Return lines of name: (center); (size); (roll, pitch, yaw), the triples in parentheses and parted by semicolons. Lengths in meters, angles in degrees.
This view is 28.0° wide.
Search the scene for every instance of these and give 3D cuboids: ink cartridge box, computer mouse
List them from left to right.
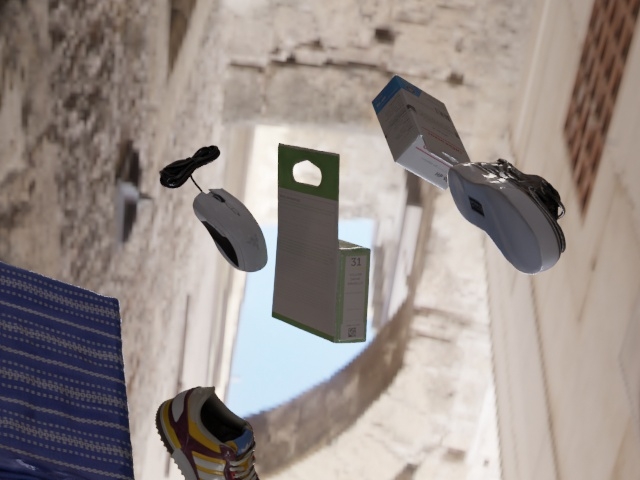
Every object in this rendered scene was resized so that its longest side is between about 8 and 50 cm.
computer mouse: (-0.129, -0.043, 1.718); (0.106, 0.042, 0.193); (-26, -108, -43)
ink cartridge box: (0.000, 0.000, 1.631); (0.056, 0.235, 0.171); (-1, -171, -29)
ink cartridge box: (0.146, -0.142, 1.818); (0.104, 0.060, 0.180); (27, -149, -33)

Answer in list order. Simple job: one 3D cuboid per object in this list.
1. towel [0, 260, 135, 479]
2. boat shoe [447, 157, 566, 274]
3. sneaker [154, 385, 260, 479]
towel: (-0.309, 0.139, 1.367); (0.243, 0.040, 0.336); (22, -148, -28)
boat shoe: (0.193, -0.032, 1.235); (0.076, 0.080, 0.228); (-18, -163, -8)
sneaker: (-0.095, 0.236, 1.343); (0.084, 0.185, 0.069); (-26, -166, 39)
